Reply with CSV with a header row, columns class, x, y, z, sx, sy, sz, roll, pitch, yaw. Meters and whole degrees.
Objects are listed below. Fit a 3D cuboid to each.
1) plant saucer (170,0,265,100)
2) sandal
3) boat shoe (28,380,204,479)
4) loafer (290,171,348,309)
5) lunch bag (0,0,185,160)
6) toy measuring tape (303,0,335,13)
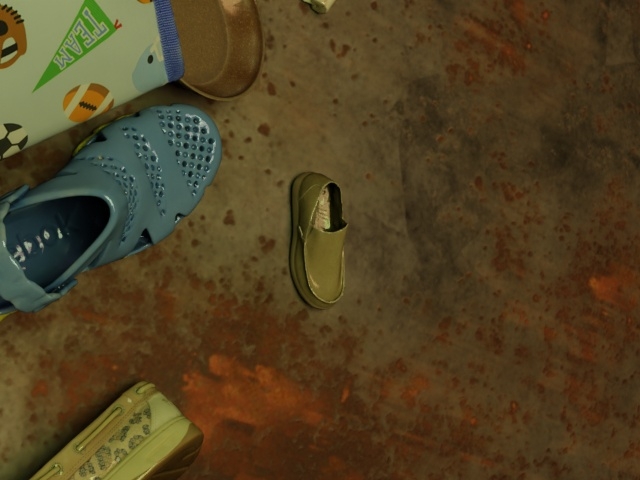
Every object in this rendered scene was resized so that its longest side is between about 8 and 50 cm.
class,x,y,z,sx,sy,sz,roll,pitch,yaw
plant saucer,-0.129,-0.224,0.986,0.198,0.036,0.198,31,51,-48
sandal,-0.204,-0.022,0.906,0.317,0.138,0.126,-40,106,-29
boat shoe,-0.236,0.234,0.906,0.285,0.104,0.089,-33,67,-34
loafer,0.000,0.000,1.081,0.056,0.050,0.148,-9,92,-32
lunch bag,-0.303,-0.255,0.730,0.328,0.239,0.385,-34,142,-28
toy measuring tape,-0.079,-0.357,1.013,0.330,0.121,0.121,41,68,-24
